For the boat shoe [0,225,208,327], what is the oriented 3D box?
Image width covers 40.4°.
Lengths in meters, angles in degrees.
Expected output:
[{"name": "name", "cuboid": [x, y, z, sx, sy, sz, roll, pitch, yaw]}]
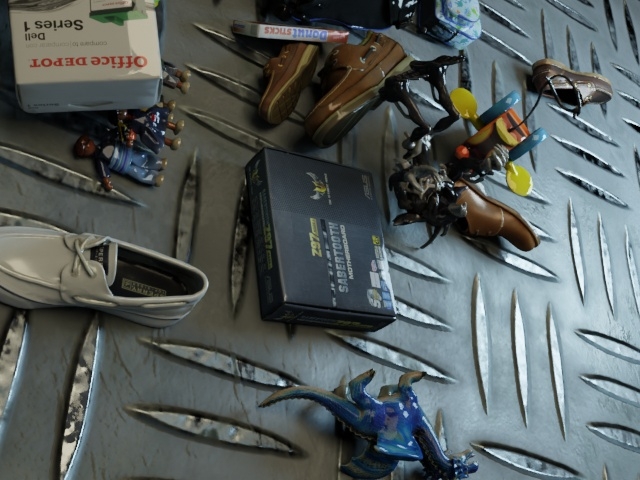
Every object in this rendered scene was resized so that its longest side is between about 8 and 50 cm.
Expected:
[{"name": "boat shoe", "cuboid": [-0.244, 0.027, 0.930, 0.258, 0.084, 0.095, 12, 58, -34]}]

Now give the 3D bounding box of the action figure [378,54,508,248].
[{"name": "action figure", "cuboid": [0.169, -0.114, 1.243, 0.164, 0.141, 0.276, -25, 114, -28]}]

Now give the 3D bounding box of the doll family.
[{"name": "doll family", "cuboid": [-0.231, -0.153, 1.059, 0.111, 0.076, 0.193, 21, 56, -34]}]

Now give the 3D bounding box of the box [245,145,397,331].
[{"name": "box", "cuboid": [0.000, 0.000, 1.161, 0.183, 0.059, 0.233, 10, 58, -33]}]

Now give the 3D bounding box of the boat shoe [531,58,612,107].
[{"name": "boat shoe", "cuboid": [0.507, -0.301, 1.744, 0.207, 0.073, 0.073, 8, 61, -27]}]

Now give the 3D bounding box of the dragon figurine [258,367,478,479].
[{"name": "dragon figurine", "cuboid": [0.073, 0.238, 1.058, 0.289, 0.085, 0.144, 9, 59, -37]}]

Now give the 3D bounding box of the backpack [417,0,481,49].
[{"name": "backpack", "cuboid": [0.244, -0.410, 1.587, 0.114, 0.084, 0.105, 23, 54, -30]}]

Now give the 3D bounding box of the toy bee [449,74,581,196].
[{"name": "toy bee", "cuboid": [0.269, -0.169, 1.377, 0.162, 0.298, 0.195, -35, 68, -9]}]

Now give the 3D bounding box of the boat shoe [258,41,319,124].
[{"name": "boat shoe", "cuboid": [-0.057, -0.231, 1.261, 0.060, 0.064, 0.178, 18, 46, 9]}]

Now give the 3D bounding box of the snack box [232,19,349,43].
[{"name": "snack box", "cuboid": [-0.043, -0.316, 1.316, 0.178, 0.064, 0.022, -7, 111, -41]}]

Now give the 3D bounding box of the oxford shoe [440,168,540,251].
[{"name": "oxford shoe", "cuboid": [0.263, -0.032, 1.399, 0.212, 0.076, 0.076, 33, 75, -17]}]

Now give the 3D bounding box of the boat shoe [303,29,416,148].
[{"name": "boat shoe", "cuboid": [0.040, -0.234, 1.312, 0.104, 0.111, 0.307, 46, 36, -1]}]

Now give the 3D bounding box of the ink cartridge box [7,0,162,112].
[{"name": "ink cartridge box", "cuboid": [-0.268, -0.264, 0.979, 0.160, 0.092, 0.220, -6, 81, -16]}]

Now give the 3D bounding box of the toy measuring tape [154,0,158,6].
[{"name": "toy measuring tape", "cuboid": [-0.304, -0.327, 1.072, 0.330, 0.121, 0.121, -13, 74, -39]}]

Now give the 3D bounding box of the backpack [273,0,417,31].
[{"name": "backpack", "cuboid": [0.051, -0.478, 1.346, 0.276, 0.263, 0.213, -8, 52, -42]}]
